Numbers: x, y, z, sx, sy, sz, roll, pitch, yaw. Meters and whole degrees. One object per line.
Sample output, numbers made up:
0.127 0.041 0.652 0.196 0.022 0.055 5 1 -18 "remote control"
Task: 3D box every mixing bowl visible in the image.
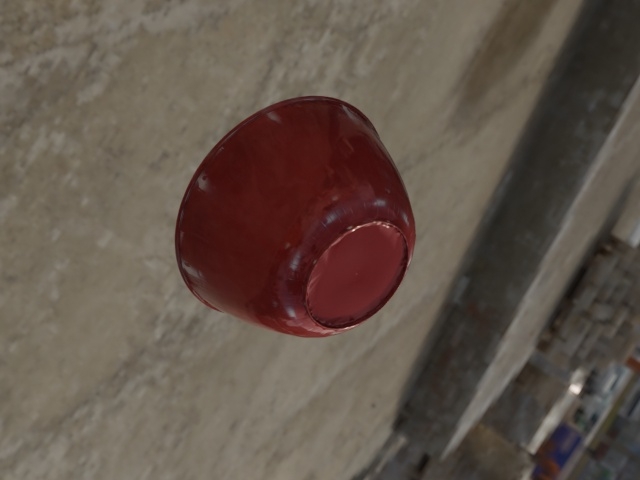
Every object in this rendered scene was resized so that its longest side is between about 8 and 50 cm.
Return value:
0.000 0.000 0.880 0.181 0.098 0.181 -22 131 -27 "mixing bowl"
